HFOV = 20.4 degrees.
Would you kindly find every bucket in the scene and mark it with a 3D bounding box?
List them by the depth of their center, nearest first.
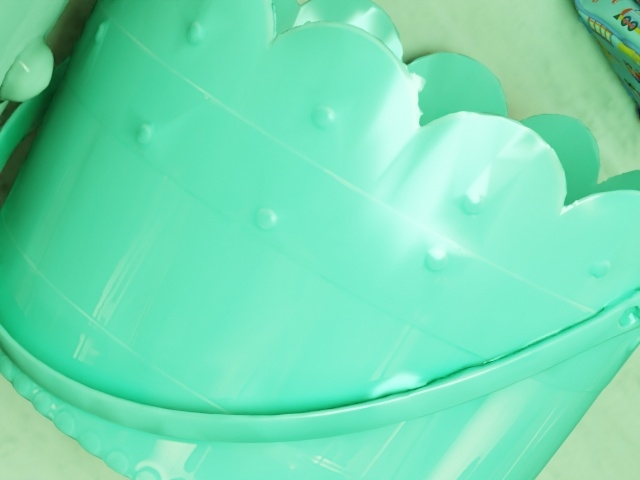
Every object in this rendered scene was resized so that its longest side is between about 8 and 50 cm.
[{"bbox_3d":[0.000,0.000,0.724,0.281,0.281,0.183,25,100,-29],"label":"bucket"}]

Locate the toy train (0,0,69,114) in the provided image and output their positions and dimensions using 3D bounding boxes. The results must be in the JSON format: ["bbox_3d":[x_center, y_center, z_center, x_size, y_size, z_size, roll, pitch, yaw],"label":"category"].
[{"bbox_3d":[-0.208,-0.054,0.649,0.190,0.142,0.334,31,91,0],"label":"toy train"}]

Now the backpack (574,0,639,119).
[{"bbox_3d":[0.224,-0.074,0.869,0.117,0.158,0.173,-38,131,0],"label":"backpack"}]
